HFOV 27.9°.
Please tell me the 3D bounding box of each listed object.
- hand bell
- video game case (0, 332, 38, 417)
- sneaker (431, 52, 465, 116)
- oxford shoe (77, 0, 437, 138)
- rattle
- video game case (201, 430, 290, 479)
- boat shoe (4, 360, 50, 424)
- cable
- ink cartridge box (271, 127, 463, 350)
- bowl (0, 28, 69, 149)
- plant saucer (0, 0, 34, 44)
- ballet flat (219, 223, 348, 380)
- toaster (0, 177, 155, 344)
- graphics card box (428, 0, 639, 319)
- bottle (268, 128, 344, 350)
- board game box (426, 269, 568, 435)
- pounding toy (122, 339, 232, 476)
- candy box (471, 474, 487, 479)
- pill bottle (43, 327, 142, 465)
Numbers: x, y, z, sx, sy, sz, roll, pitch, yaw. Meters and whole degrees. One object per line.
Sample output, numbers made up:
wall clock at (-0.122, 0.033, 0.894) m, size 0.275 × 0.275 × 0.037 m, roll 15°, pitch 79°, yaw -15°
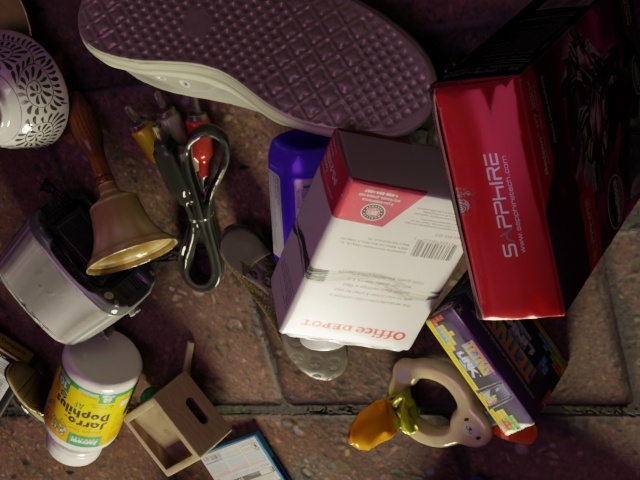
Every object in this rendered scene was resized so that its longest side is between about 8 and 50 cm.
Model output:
hand bell at (-0.288, -0.088, 1.717) m, size 0.126 × 0.126 × 0.242 m, roll -27°, pitch 78°, yaw 35°
video game case at (-0.607, 0.205, 2.048) m, size 0.248 × 0.035 × 0.275 m, roll 33°, pitch 126°, yaw -5°
sneaker at (0.171, -0.175, 1.465) m, size 0.170 × 0.051 × 0.089 m, roll -21°, pitch 106°, yaw 39°
oxford shoe at (-0.069, -0.221, 1.525) m, size 0.449 × 0.130 × 0.169 m, roll 15°, pitch 84°, yaw 18°
rattle at (0.159, 0.232, 1.630) m, size 0.199 × 0.142 × 0.130 m, roll 24°, pitch 105°, yaw 22°
video game case at (-0.093, 0.366, 1.901) m, size 0.119 × 0.015 × 0.166 m, roll -25°, pitch 101°, yaw 34°
boat shoe at (-0.442, 0.243, 1.978) m, size 0.049 × 0.056 × 0.152 m, roll -3°, pitch 132°, yaw 37°
cable at (-0.157, -0.064, 1.708) m, size 0.139 × 0.072 × 0.287 m, roll -5°, pitch 124°, yaw 20°
ink cartridge box at (0.061, 0.004, 1.477) m, size 0.172 × 0.100 × 0.237 m, roll 9°, pitch 129°, yaw -20°
bowl at (-0.425, -0.187, 1.708) m, size 0.170 × 0.080 × 0.170 m, roll 11°, pitch 118°, yaw 22°
plant saucer at (-0.481, -0.294, 1.756) m, size 0.241 × 0.037 × 0.241 m, roll 12°, pitch 118°, yaw 22°
ballet flat at (-0.050, 0.080, 1.713) m, size 0.084 × 0.058 × 0.250 m, roll -39°, pitch 100°, yaw 0°
toaster at (-0.353, 0.038, 1.802) m, size 0.227 × 0.129 × 0.146 m, roll 47°, pitch 128°, yaw -3°
graphics card box at (0.234, -0.105, 1.273) m, size 0.094 × 0.371 × 0.233 m, roll -4°, pitch 111°, yaw 29°
bottle at (0.000, 0.000, 1.604) m, size 0.092 × 0.118 × 0.283 m, roll 37°, pitch 136°, yaw 53°
board game box at (0.214, 0.123, 1.540) m, size 0.048 × 0.141 × 0.170 m, roll -31°, pitch 98°, yaw 36°
pounding toy at (-0.203, 0.242, 1.858) m, size 0.141 × 0.100 × 0.130 m, roll 53°, pitch 140°, yaw -2°
candy box at (0.244, 0.512, 1.733) m, size 0.268 × 0.122 × 0.317 m, roll 30°, pitch 123°, yaw 12°
pill bottle at (-0.342, 0.236, 1.898) m, size 0.117 × 0.117 × 0.208 m, roll 34°, pitch 130°, yaw 9°
